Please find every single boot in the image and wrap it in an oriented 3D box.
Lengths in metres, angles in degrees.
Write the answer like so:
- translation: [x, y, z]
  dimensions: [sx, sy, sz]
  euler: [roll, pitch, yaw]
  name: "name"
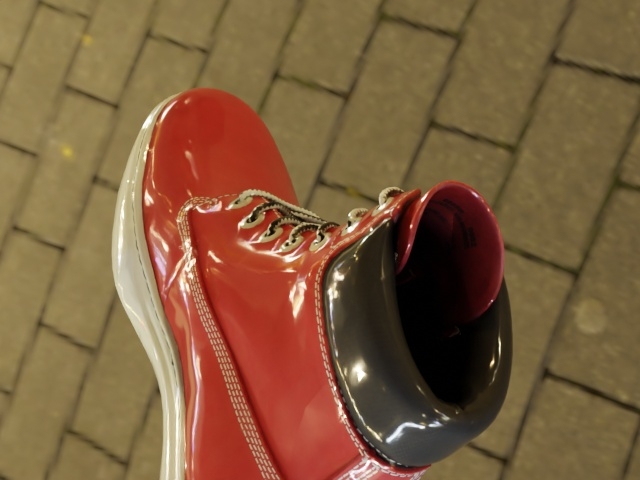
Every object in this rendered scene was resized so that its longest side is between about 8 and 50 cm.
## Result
- translation: [0.000, 0.000, 0.686]
  dimensions: [0.176, 0.088, 0.244]
  euler: [-52, 36, 38]
  name: "boot"
